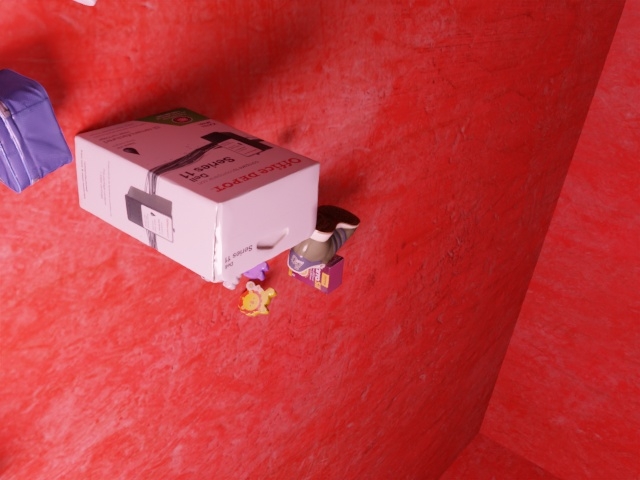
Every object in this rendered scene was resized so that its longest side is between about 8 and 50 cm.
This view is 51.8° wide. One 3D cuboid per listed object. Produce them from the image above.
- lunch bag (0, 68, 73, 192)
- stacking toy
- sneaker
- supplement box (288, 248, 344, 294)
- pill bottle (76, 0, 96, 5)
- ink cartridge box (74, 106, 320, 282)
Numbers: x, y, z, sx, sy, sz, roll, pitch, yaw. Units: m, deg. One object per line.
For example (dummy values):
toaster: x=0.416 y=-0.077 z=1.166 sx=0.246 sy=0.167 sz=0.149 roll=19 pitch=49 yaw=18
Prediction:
lunch bag: x=-0.267 y=-0.094 z=0.562 sx=0.065 sy=0.067 sz=0.098 roll=-44 pitch=144 yaw=-33
stacking toy: x=-0.080 y=-0.008 z=0.949 sx=0.221 sy=0.052 sz=0.167 roll=-66 pitch=161 yaw=-13
sneaker: x=0.000 y=0.000 z=1.018 sx=0.086 sy=0.064 sz=0.192 roll=-62 pitch=168 yaw=17
supplement box: x=-0.007 y=0.043 z=1.073 sx=0.043 sy=0.083 sz=0.055 roll=-31 pitch=136 yaw=-45
pill bottle: x=-0.181 y=-0.283 z=0.526 sx=0.094 sy=0.094 sz=0.169 roll=19 pitch=95 yaw=-61
ink cartridge box: x=-0.125 y=-0.056 z=0.677 sx=0.153 sy=0.208 sz=0.087 roll=-29 pitch=135 yaw=-46
